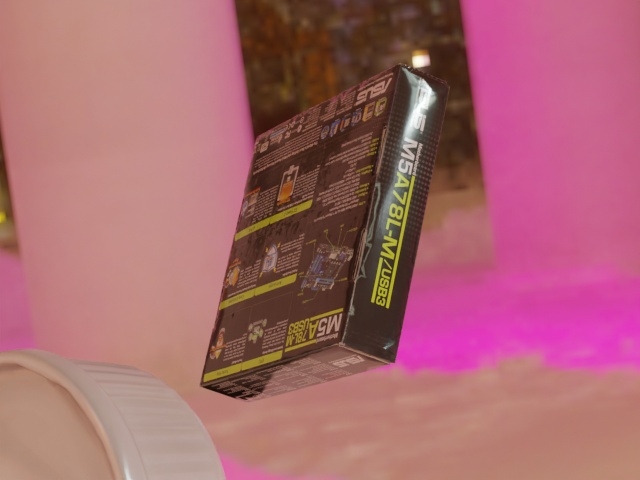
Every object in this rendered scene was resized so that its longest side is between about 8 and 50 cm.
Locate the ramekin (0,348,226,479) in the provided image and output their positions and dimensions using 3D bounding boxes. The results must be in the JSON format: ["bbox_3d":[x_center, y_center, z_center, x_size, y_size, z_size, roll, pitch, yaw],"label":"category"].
[{"bbox_3d":[-0.183,0.214,1.473,0.273,0.273,0.127,-3,1,45],"label":"ramekin"}]

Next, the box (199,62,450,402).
[{"bbox_3d":[0.000,0.000,1.211,0.045,0.184,0.190,19,-21,-25],"label":"box"}]
